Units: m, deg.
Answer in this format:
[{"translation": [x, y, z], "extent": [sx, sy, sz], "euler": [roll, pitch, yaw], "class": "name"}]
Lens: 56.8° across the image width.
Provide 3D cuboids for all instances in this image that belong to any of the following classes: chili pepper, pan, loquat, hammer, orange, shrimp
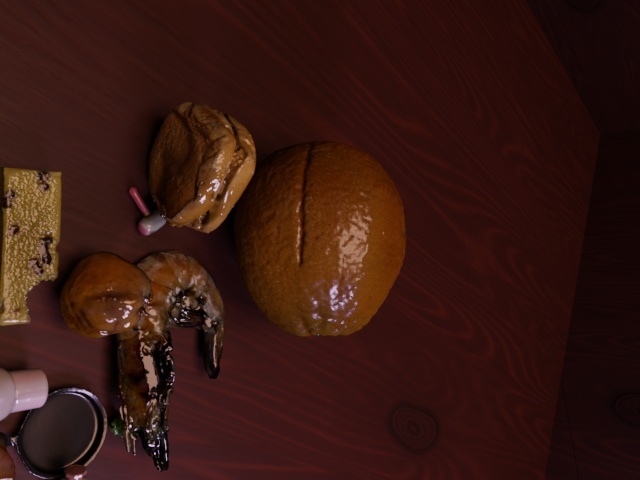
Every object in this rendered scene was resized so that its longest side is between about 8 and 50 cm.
[{"translation": [-0.313, 0.311, 0.986], "extent": [0.091, 0.034, 0.030], "euler": [22, 41, -44], "class": "chili pepper"}, {"translation": [-0.423, 0.285, 0.861], "extent": [0.235, 0.028, 0.136], "euler": [11, 81, -50], "class": "pan"}, {"translation": [-0.322, 0.083, 0.896], "extent": [0.137, 0.137, 0.113], "euler": [-48, 152, -36], "class": "loquat"}, {"translation": [-0.298, -0.053, 0.998], "extent": [0.052, 0.031, 0.083], "euler": [-45, 115, -41], "class": "hammer"}, {"translation": [0.000, 0.000, 1.104], "extent": [0.322, 0.322, 0.357], "euler": [12, 72, -47], "class": "orange"}, {"translation": [-0.244, 0.199, 1.021], "extent": [0.233, 0.071, 0.365], "euler": [2, 80, -50], "class": "shrimp"}]

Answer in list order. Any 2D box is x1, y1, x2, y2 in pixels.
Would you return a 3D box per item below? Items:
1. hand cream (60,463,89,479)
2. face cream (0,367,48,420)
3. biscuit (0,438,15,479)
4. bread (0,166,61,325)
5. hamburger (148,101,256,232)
[{"translation": [-0.382, 0.441, 0.889], "extent": [0.067, 0.043, 0.210], "euler": [0, 103, -48], "class": "hand cream"}, {"translation": [-0.489, 0.206, 0.753], "extent": [0.269, 0.082, 0.082], "euler": [1, 89, -47], "class": "face cream"}, {"translation": [-0.503, 0.306, 0.654], "extent": [0.296, 0.102, 0.296], "euler": [-25, 128, -37], "class": "biscuit"}, {"translation": [-0.422, 0.009, 0.848], "extent": [0.088, 0.049, 0.226], "euler": [1, 90, -47], "class": "bread"}, {"translation": [-0.201, -0.125, 0.975], "extent": [0.108, 0.213, 0.214], "euler": [21, 75, -41], "class": "hamburger"}]
